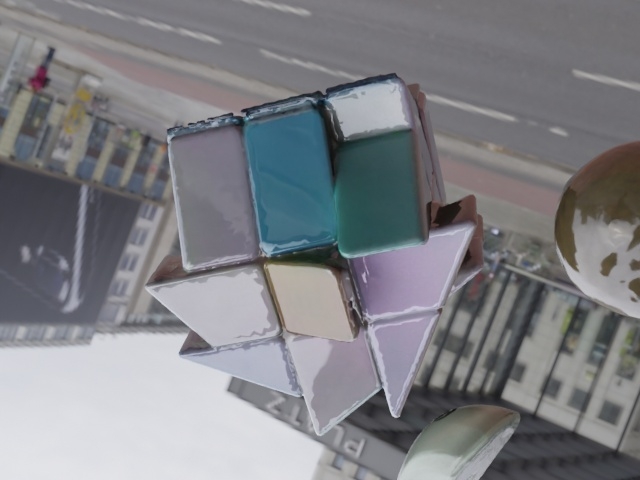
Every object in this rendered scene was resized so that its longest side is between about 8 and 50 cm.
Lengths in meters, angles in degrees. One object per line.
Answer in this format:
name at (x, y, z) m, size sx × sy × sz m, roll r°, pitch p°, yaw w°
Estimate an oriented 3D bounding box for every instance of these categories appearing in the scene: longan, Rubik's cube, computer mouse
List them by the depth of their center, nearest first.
computer mouse at (0.102, 0.191, 0.759) m, size 0.089 × 0.181 × 0.056 m, roll -19°, pitch -126°, yaw -37°
longan at (0.308, -0.008, 0.830) m, size 0.187 × 0.167 × 0.167 m, roll 26°, pitch -178°, yaw 4°
Rubik's cube at (0.000, 0.000, 1.065) m, size 0.387 × 0.368 × 0.358 m, roll -11°, pitch -159°, yaw 15°
